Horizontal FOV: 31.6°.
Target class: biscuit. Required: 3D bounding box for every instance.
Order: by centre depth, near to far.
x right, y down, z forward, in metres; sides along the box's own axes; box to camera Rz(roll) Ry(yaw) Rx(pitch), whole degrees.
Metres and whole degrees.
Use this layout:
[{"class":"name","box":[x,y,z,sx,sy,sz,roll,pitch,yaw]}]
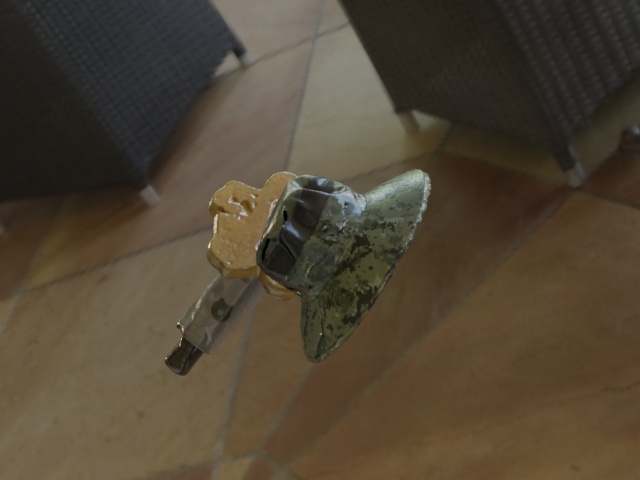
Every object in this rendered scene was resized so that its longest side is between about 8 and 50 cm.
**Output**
[{"class":"biscuit","box":[-0.023,-0.005,1.473,0.249,0.035,0.184,3,61,-9]}]

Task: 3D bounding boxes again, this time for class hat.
[{"class":"hat","box":[0.000,0.000,1.262,0.265,0.128,0.265,-58,9,14]}]

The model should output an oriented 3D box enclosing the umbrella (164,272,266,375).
[{"class":"umbrella","box":[-0.110,0.058,1.650,0.337,0.073,0.067,-50,26,-1]}]
